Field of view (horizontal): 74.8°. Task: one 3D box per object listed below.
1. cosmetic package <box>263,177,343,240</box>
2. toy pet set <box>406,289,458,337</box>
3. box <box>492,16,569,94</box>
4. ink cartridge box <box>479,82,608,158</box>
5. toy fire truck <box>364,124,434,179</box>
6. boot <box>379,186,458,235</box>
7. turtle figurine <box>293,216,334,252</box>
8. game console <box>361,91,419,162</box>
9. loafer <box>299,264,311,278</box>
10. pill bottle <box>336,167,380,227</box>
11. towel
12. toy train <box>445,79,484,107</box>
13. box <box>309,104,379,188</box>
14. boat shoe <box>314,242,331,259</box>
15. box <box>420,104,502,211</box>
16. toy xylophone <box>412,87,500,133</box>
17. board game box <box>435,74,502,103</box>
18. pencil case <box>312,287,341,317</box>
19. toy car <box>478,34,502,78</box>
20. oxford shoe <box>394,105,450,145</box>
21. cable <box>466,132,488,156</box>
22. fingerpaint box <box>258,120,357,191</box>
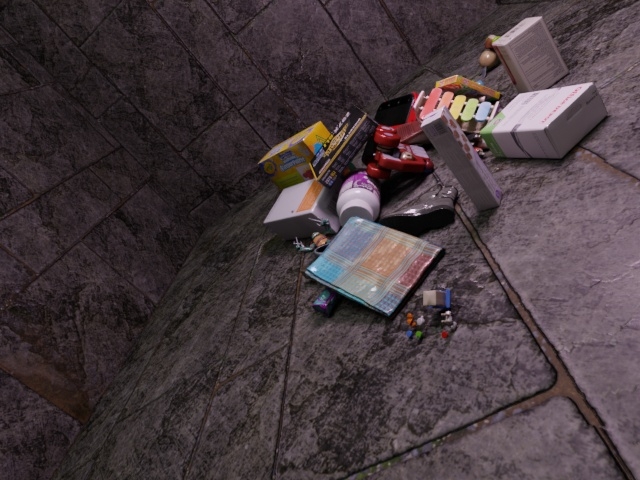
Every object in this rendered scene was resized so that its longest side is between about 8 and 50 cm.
[{"bbox_3d":[-0.060,-0.149,1.972,0.453,0.161,0.230,-8,49,56],"label":"cosmetic package"},{"bbox_3d":[0.270,0.174,0.985,0.122,0.065,0.114,-14,68,55],"label":"toy pet set"},{"bbox_3d":[0.763,-0.665,1.527,0.149,0.232,0.126,-35,21,15],"label":"box"},{"bbox_3d":[0.654,-0.350,1.252,0.198,0.114,0.273,-43,21,-4],"label":"ink cartridge box"},{"bbox_3d":[0.320,-0.341,1.675,0.302,0.254,0.169,-85,6,-63],"label":"toy fire truck"},{"bbox_3d":[0.323,-0.096,1.364,0.247,0.083,0.161,-11,29,27],"label":"boot"},{"bbox_3d":[0.000,0.000,1.688,0.175,0.118,0.234,-55,36,3],"label":"turtle figurine"},{"bbox_3d":[0.351,-0.551,2.098,0.386,0.060,0.341,24,97,69],"label":"game console"},{"bbox_3d":[-0.010,0.122,1.558,0.148,0.050,0.056,6,40,43],"label":"loafer"},{"bbox_3d":[0.153,-0.155,1.655,0.169,0.169,0.301,-30,24,26],"label":"pill bottle"},{"bbox_3d":[0.149,0.062,1.264,0.271,0.040,0.370,-48,40,-16],"label":"towel"},{"bbox_3d":[0.667,-0.707,1.981,0.143,0.105,0.248,-26,23,10],"label":"toy train"},{"bbox_3d":[0.087,-0.394,1.735,0.322,0.079,0.257,-51,20,16],"label":"box"},{"bbox_3d":[0.125,0.016,1.436,0.320,0.099,0.116,-25,22,20],"label":"boat shoe"},{"bbox_3d":[0.391,-0.218,1.148,0.067,0.324,0.063,-19,33,45],"label":"box"},{"bbox_3d":[0.537,-0.528,1.664,0.323,0.081,0.236,10,56,17],"label":"toy xylophone"},{"bbox_3d":[0.617,-0.617,1.733,0.124,0.260,0.039,-165,82,-65],"label":"board game box"},{"bbox_3d":[0.040,0.170,1.348,0.151,0.064,0.070,-52,8,-26],"label":"pencil case"},{"bbox_3d":[0.841,-0.885,2.041,0.155,0.149,0.188,-73,9,-60],"label":"toy car"},{"bbox_3d":[0.426,-0.453,1.844,0.348,0.130,0.122,-22,43,29],"label":"oxford shoe"},{"bbox_3d":[0.548,-0.346,1.555,0.139,0.072,0.287,-57,8,4],"label":"cable"},{"bbox_3d":[-0.052,-0.350,2.119,0.445,0.371,0.163,-10,37,55],"label":"fingerpaint box"}]
